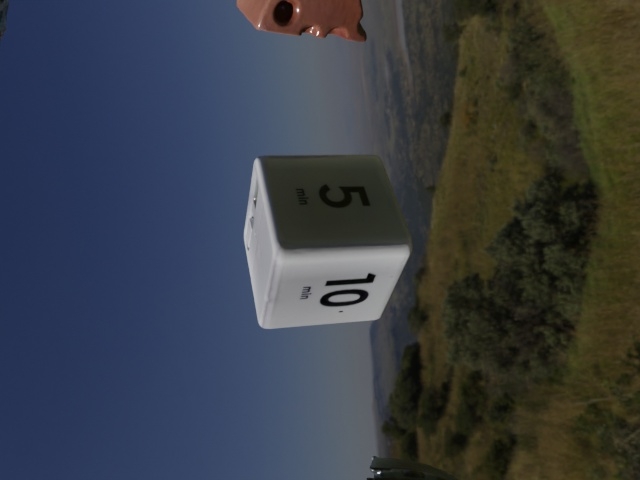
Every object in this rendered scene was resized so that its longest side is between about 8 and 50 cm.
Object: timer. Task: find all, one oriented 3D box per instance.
[{"bbox_3d":[0.000,0.000,0.920,0.192,0.195,0.194,106,157,-48],"label":"timer"}]

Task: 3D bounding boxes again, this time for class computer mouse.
[{"bbox_3d":[0.168,0.377,0.912,0.071,0.231,0.126,-57,14,9],"label":"computer mouse"}]

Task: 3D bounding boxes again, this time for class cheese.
[{"bbox_3d":[-0.042,-0.396,0.999,0.128,0.177,0.203,57,170,41],"label":"cheese"}]

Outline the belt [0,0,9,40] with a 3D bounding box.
[{"bbox_3d":[-0.532,-0.328,0.827,0.150,0.207,0.257,-55,33,28],"label":"belt"}]
